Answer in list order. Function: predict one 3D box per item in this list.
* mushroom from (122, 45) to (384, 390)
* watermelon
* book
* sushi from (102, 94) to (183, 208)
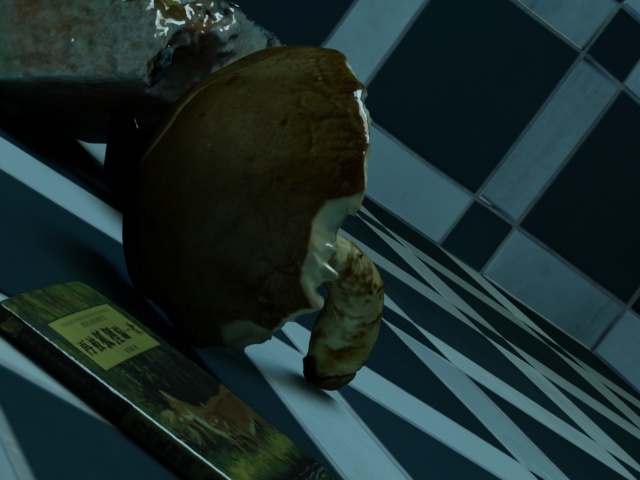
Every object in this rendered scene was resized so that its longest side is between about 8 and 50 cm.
[{"bbox_3d":[-0.025,-0.025,1.468,0.208,0.233,0.301,47,10,14],"label":"mushroom"},{"bbox_3d":[-0.211,-0.170,1.806,0.302,0.151,0.264,15,-8,20],"label":"watermelon"},{"bbox_3d":[-0.078,0.103,1.136,0.228,0.024,0.160,38,8,6],"label":"book"},{"bbox_3d":[-0.083,-0.051,1.746,0.172,0.153,0.150,15,10,43],"label":"sushi"}]
